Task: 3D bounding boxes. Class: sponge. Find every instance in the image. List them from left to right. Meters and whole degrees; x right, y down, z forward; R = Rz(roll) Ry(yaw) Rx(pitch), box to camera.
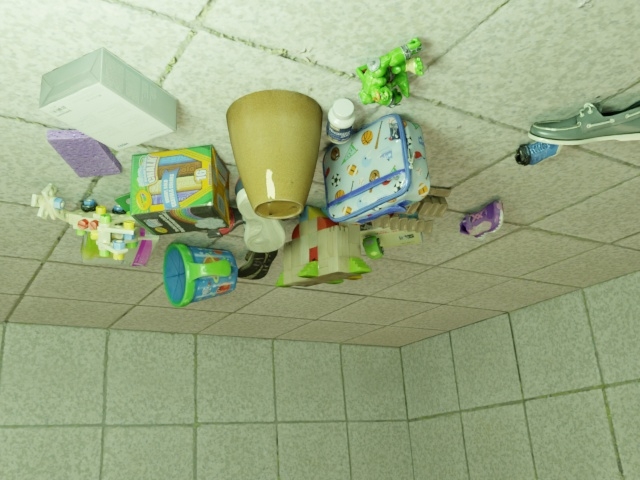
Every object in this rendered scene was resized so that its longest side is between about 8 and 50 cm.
[{"bbox_3d":[-0.606,-0.225,1.678,0.117,0.031,0.210,-5,159,1],"label":"sponge"}]

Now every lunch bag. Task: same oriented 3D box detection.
[{"bbox_3d":[0.139,-0.170,1.659,0.115,0.243,0.303,14,154,-40],"label":"lunch bag"}]

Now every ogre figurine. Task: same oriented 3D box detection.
[{"bbox_3d":[0.144,-0.350,1.404,0.118,0.096,0.197,-17,178,-15],"label":"ogre figurine"}]

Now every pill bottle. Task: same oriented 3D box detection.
[{"bbox_3d":[0.050,-0.290,1.572,0.067,0.067,0.120,-2,160,-5],"label":"pill bottle"}]

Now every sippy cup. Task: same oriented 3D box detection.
[{"bbox_3d":[-0.435,0.121,2.397,0.224,0.305,0.239,-2,118,-35],"label":"sippy cup"}]

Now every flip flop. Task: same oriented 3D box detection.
[{"bbox_3d":[-0.242,0.068,2.479,0.112,0.080,0.277,11,140,-23],"label":"flip flop"}]

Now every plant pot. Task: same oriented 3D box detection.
[{"bbox_3d":[-0.107,-0.188,1.553,0.237,0.254,0.237,-2,160,-1],"label":"plant pot"}]

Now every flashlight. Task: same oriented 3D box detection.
[{"bbox_3d":[-0.214,-0.079,2.056,0.304,0.103,0.103,-10,129,4],"label":"flashlight"}]

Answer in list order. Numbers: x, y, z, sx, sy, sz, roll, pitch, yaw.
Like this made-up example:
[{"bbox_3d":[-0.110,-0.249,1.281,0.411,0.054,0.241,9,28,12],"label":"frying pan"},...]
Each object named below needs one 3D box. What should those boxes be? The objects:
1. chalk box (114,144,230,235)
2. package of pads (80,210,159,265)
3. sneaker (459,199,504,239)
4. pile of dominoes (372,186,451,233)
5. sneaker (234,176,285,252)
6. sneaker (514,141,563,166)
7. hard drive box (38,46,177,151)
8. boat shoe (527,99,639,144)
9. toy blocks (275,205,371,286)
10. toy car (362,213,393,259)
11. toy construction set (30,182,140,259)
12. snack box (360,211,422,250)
[{"bbox_3d":[-0.408,-0.129,1.768,0.289,0.179,0.180,-5,160,6],"label":"chalk box"},{"bbox_3d":[-0.676,0.001,2.168,0.229,0.101,0.296,4,158,-21],"label":"package of pads"},{"bbox_3d":[0.548,-0.069,2.231,0.105,0.095,0.236,8,159,-8],"label":"sneaker"},{"bbox_3d":[0.284,-0.112,2.095,0.251,0.040,0.195,6,133,-20],"label":"pile of dominoes"},{"bbox_3d":[-0.177,-0.094,1.921,0.131,0.148,0.350,-7,150,-4],"label":"sneaker"},{"bbox_3d":[0.597,-0.249,1.794,0.085,0.058,0.152,-7,168,-17],"label":"sneaker"},{"bbox_3d":[-0.459,-0.299,1.424,0.181,0.089,0.232,-13,157,25],"label":"hard drive box"},{"bbox_3d":[0.694,-0.308,1.651,0.320,0.116,0.099,-1,117,13],"label":"boat shoe"},{"bbox_3d":[0.000,0.000,2.103,0.191,0.260,0.381,9,163,-37],"label":"toy blocks"},{"bbox_3d":[0.161,-0.011,2.199,0.239,0.053,0.225,-15,127,17],"label":"toy car"},{"bbox_3d":[-0.662,-0.053,1.877,0.328,0.151,0.215,24,-158,6],"label":"toy construction set"},{"bbox_3d":[0.193,-0.027,2.308,0.322,0.060,0.187,-8,157,11],"label":"snack box"}]
